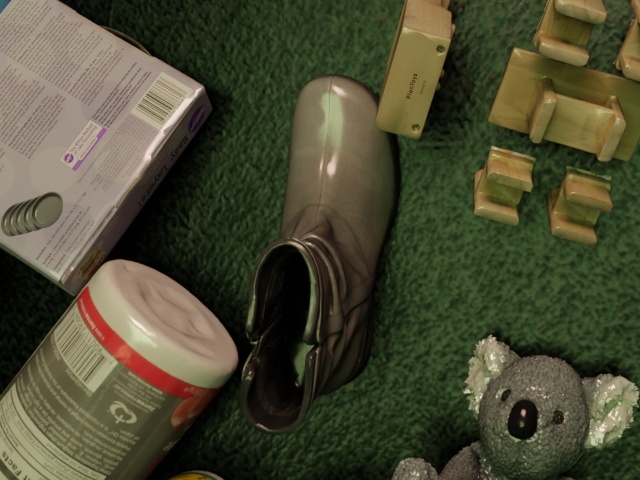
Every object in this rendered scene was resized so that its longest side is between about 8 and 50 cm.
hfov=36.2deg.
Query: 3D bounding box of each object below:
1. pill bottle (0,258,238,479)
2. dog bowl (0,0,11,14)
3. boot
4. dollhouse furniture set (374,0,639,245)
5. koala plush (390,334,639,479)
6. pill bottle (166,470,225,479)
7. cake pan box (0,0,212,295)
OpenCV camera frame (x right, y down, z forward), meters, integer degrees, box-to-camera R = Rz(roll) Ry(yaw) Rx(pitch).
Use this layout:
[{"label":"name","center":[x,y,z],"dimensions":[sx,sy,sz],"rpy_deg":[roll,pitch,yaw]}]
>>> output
[{"label":"pill bottle","center":[-0.246,0.191,1.025],"dimensions":[0.176,0.176,0.318],"rpy_deg":[41,101,9]},{"label":"dog bowl","center":[-0.422,-0.192,1.069],"dimensions":[0.074,0.166,0.297],"rpy_deg":[28,99,23]},{"label":"boot","center":[0.000,0.000,0.933],"dimensions":[0.118,0.222,0.338],"rpy_deg":[-1,92,15]},{"label":"dollhouse furniture set","center":[0.184,-0.149,0.920],"dimensions":[0.242,0.161,0.212],"rpy_deg":[15,121,-1]},{"label":"koala plush","center":[0.191,0.209,0.938],"dimensions":[0.196,0.203,0.221],"rpy_deg":[12,74,25]},{"label":"pill bottle","center":[-0.161,0.311,0.989],"dimensions":[0.117,0.208,0.118],"rpy_deg":[0,90,17]},{"label":"cake pan box","center":[-0.282,-0.115,1.037],"dimensions":[0.245,0.070,0.267],"rpy_deg":[30,78,11]}]
